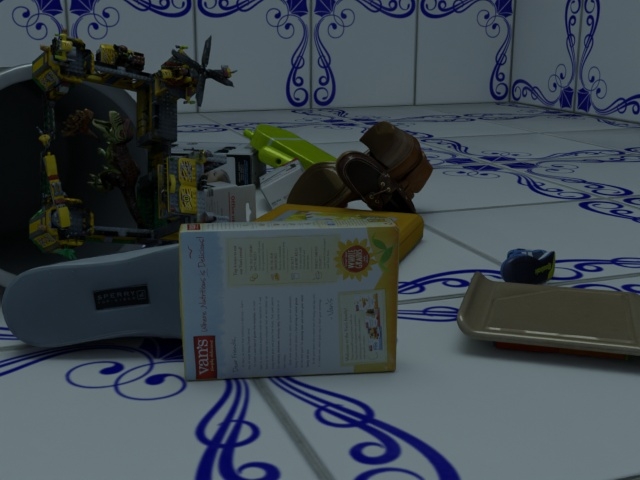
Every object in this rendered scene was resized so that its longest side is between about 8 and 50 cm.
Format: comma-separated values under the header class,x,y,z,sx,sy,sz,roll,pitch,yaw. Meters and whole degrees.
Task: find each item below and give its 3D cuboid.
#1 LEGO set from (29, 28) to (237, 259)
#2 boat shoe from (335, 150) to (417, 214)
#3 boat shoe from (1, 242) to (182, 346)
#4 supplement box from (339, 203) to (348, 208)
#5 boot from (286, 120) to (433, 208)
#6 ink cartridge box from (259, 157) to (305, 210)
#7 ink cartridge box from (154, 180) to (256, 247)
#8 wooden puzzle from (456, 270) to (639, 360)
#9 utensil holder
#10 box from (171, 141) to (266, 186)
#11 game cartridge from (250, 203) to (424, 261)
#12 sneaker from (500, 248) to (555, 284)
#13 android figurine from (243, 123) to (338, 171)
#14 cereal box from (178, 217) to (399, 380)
class,x,y,z,sx,sy,sz,roll,pitch,yaw
LEGO set,-0.239,-0.130,1.097,0.255,0.331,0.192,15,-20,-37
boat shoe,0.112,-0.089,1.559,0.207,0.073,0.073,36,10,-35
boat shoe,-0.188,0.068,1.057,0.367,0.135,0.156,-6,5,1
supplement box,0.018,-0.085,1.764,0.055,0.043,0.083,7,16,25
boot,0.084,-0.108,1.692,0.109,0.283,0.220,52,12,29
ink cartridge box,-0.075,-0.121,1.807,0.099,0.056,0.135,-28,15,2
ink cartridge box,-0.202,-0.044,1.488,0.180,0.104,0.060,-11,17,-39
wooden puzzle,0.302,0.101,1.078,0.239,0.044,0.221,9,16,15
utensil holder,-0.472,-0.115,1.337,0.328,0.327,0.385,-10,16,-33
box,-0.286,-0.183,2.047,0.290,0.087,0.169,3,15,9
game cartridge,0.000,0.000,1.427,0.285,0.052,0.324,5,14,19
sneaker,0.301,0.041,1.279,0.059,0.053,0.144,13,11,38
android figurine,-0.056,-0.200,1.995,0.273,0.056,0.248,30,17,18
cereal box,-0.035,0.064,0.944,0.240,0.173,0.047,-1,15,-6
